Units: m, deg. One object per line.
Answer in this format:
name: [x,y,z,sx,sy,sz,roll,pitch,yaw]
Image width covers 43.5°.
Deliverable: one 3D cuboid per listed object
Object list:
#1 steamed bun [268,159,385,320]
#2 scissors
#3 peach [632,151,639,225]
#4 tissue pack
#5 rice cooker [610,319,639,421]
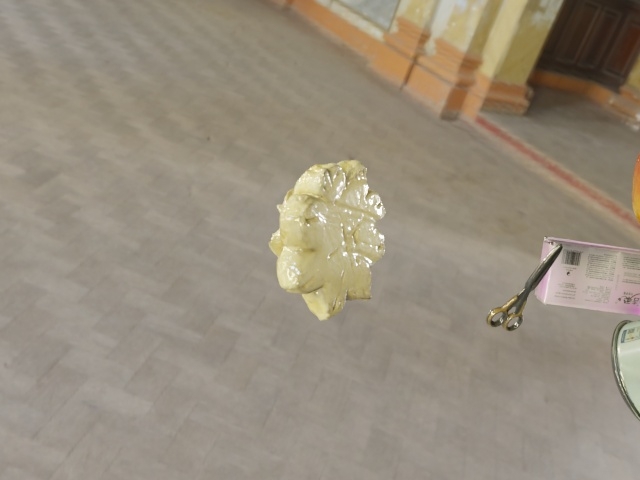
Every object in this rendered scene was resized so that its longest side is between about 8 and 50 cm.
steamed bun: [0.000,0.000,1.508,0.137,0.295,0.292,6,47,36]
scissors: [0.414,0.093,1.591,0.088,0.220,0.017,18,27,-28]
peach: [0.707,-0.104,1.501,0.238,0.281,0.281,-9,37,-36]
tissue pack: [0.632,0.085,1.843,0.246,0.148,0.092,8,8,-1]
rice cooker: [0.726,0.265,1.656,0.241,0.227,0.280,38,47,-25]
